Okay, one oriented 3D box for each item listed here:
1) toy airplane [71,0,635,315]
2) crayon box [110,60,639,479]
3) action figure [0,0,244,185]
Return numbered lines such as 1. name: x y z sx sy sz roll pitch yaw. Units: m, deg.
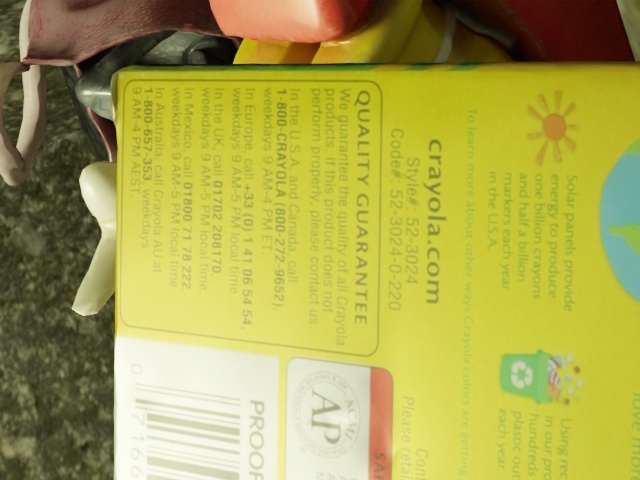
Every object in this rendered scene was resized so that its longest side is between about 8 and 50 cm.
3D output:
1. toy airplane: 0.065 0.020 0.744 0.384 0.272 0.386 43 150 12
2. crayon box: 0.077 0.050 0.511 0.318 0.081 0.202 5 96 40
3. action figure: -0.156 -0.224 1.272 0.248 0.275 0.370 92 154 -70
